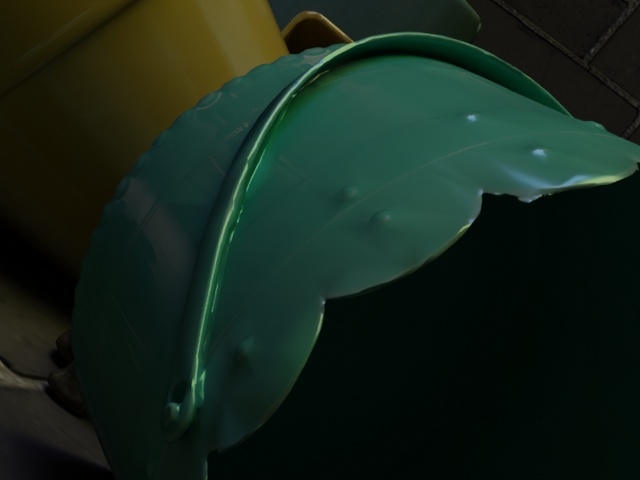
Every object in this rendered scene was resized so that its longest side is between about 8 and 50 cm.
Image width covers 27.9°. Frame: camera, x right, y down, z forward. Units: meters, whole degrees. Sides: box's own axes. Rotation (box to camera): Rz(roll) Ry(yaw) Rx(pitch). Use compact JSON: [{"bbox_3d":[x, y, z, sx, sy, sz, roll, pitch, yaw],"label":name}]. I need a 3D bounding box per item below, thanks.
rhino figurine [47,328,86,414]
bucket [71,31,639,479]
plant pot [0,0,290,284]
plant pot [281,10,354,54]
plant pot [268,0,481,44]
[{"bbox_3d":[-0.037,0.058,0.691,0.073,0.106,0.243,51,12,33],"label":"rhino figurine"},{"bbox_3d":[0.042,0.059,0.516,0.281,0.281,0.183,34,6,-39],"label":"bucket"},{"bbox_3d":[-0.123,-0.094,0.743,0.239,0.254,0.254,54,2,-19],"label":"plant pot"},{"bbox_3d":[0.000,0.000,0.947,0.212,0.212,0.187,41,-8,5],"label":"plant pot"},{"bbox_3d":[-0.023,-0.191,1.420,0.341,0.334,0.341,39,7,-5],"label":"plant pot"}]
